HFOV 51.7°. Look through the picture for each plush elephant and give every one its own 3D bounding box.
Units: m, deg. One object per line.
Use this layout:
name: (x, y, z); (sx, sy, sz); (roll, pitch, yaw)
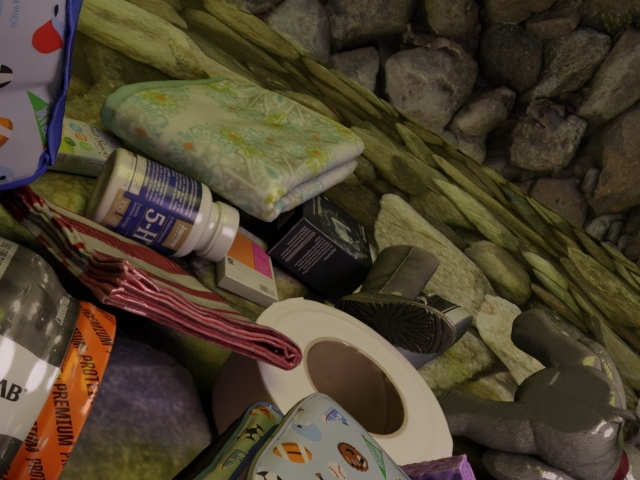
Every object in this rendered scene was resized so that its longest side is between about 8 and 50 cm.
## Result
plush elephant: (0.370, 0.297, 0.953); (0.329, 0.256, 0.272); (15, 48, 45)

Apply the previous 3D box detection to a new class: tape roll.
tape roll: (0.016, 0.202, 0.790); (0.286, 0.100, 0.286); (29, 25, -15)

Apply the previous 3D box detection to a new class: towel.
towel: (-0.190, 0.027, 0.699); (0.329, 0.037, 0.237); (26, -5, 45)
towel: (-0.125, -0.176, 1.108); (0.320, 0.090, 0.374); (28, 28, 15)

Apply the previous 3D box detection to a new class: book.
book: (-0.114, 0.034, 1.006); (0.096, 0.035, 0.144); (29, 24, -27)

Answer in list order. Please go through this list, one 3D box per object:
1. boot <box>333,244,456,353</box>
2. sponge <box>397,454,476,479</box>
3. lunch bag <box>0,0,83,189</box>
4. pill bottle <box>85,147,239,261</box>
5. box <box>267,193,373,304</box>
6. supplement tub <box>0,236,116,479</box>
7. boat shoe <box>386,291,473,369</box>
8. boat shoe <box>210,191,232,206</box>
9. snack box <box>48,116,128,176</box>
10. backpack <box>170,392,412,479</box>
boot: (0.136, 0.078, 0.977); (0.189, 0.076, 0.208); (16, 23, 25)
sponge: (0.117, 0.304, 0.612); (0.031, 0.117, 0.210); (-30, 98, -62)
lunch bag: (-0.395, -0.187, 0.516); (0.385, 0.328, 0.239); (8, 57, -22)
pill bottle: (-0.212, -0.040, 0.906); (0.186, 0.112, 0.112); (23, 27, -27)
box: (0.000, 0.000, 1.125); (0.158, 0.093, 0.156); (38, 22, -20)
supplement tub: (-0.329, 0.061, 0.441); (0.337, 0.207, 0.207); (26, 25, -21)
boat shoe: (0.142, 0.137, 1.067); (0.105, 0.113, 0.306); (39, 29, 26)
boat shoe: (-0.181, -0.086, 1.084); (0.081, 0.069, 0.228); (12, 30, -17)
snack box: (-0.357, -0.139, 0.982); (0.141, 0.037, 0.100); (8, 38, -49)
backpack: (-0.010, 0.271, 0.515); (0.263, 0.213, 0.276); (49, 22, 3)
